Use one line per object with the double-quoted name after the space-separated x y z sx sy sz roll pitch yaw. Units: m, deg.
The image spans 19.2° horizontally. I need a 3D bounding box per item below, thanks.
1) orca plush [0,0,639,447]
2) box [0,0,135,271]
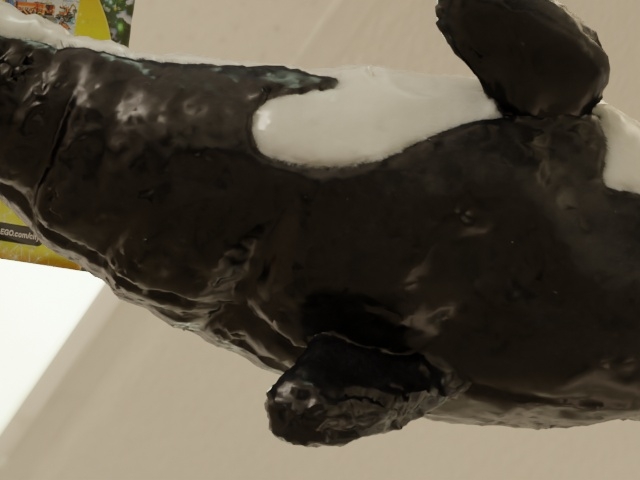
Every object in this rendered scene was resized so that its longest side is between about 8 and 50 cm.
0.000 0.000 0.505 0.287 0.102 0.151 28 -50 -16 "orca plush"
-0.160 -0.083 0.583 0.044 0.159 0.233 6 -3 45 "box"
